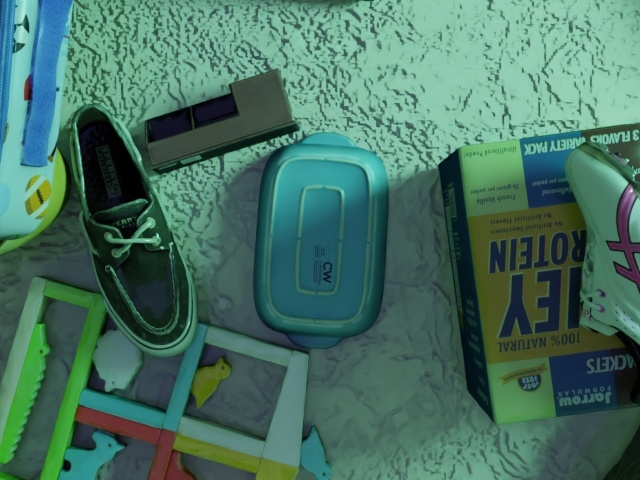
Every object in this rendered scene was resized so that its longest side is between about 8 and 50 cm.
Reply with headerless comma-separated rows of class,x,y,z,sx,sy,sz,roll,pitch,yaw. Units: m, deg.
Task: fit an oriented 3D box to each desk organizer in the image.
desk organizer,-0.087,-0.101,1.061,0.130,0.047,0.050,-18,86,1

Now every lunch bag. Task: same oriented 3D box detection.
lunch bag,-0.295,-0.152,0.928,0.243,0.115,0.303,10,98,26

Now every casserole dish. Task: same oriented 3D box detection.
casserole dish,0.000,0.000,1.062,0.114,0.037,0.188,4,90,2

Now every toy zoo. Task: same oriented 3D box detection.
toy zoo,-0.132,0.160,1.066,0.293,0.030,0.192,17,89,2

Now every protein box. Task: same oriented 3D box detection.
protein box,0.177,0.024,0.973,0.136,0.200,0.201,-8,90,1

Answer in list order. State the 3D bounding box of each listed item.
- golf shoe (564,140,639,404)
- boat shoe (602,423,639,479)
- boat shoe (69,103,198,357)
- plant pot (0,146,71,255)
golf shoe,0.208,0.023,0.839,0.086,0.067,0.186,-29,90,0
boat shoe,0.300,0.209,1.009,0.116,0.123,0.324,28,92,0
boat shoe,-0.163,-0.008,1.032,0.078,0.070,0.219,-21,80,-7
plant pot,-0.264,-0.049,1.031,0.134,0.095,0.134,1,91,27
